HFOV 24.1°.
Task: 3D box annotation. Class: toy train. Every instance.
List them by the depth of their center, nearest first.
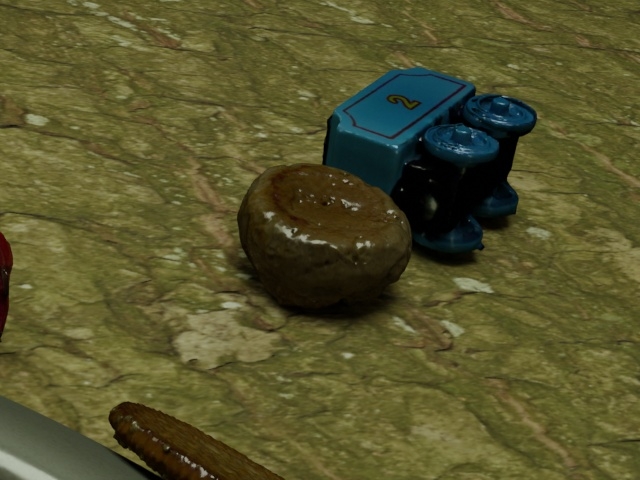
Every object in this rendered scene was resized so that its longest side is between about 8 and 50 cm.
[{"bbox_3d":[0.150,-0.121,2.124,0.265,0.188,0.300,20,30,21],"label":"toy train"}]

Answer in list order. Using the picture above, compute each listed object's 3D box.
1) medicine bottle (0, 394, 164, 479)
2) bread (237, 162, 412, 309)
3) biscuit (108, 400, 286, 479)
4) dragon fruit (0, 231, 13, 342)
[{"bbox_3d":[-0.236,0.230,1.286,0.375,0.123,0.282,27,0,9],"label":"medicine bottle"},{"bbox_3d":[0.000,0.000,1.904,0.230,0.123,0.230,13,32,-9],"label":"bread"},{"bbox_3d":[-0.069,0.237,1.394,0.305,0.038,0.305,31,-3,2],"label":"biscuit"},{"bbox_3d":[-0.461,-0.008,1.664,0.262,0.134,0.211,25,-4,-22],"label":"dragon fruit"}]
